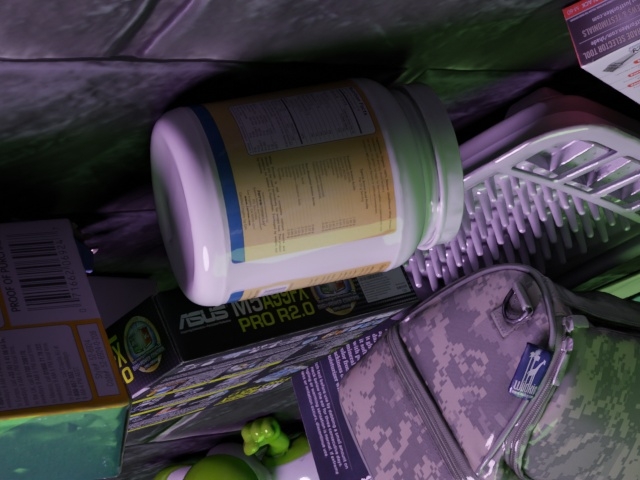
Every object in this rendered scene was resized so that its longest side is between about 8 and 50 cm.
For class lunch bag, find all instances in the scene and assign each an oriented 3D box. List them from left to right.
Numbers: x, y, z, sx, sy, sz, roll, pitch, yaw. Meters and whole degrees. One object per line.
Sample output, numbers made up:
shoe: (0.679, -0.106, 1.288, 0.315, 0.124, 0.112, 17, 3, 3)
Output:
lunch bag: (0.205, 0.144, 1.482, 0.305, 0.212, 0.256, 13, 129, -44)

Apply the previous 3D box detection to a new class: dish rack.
dish rack: (0.169, -0.025, 1.414, 0.333, 0.072, 0.285, -31, 149, 34)

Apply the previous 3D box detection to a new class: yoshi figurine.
yoshi figurine: (-0.044, 0.329, 2.162, 0.362, 0.203, 0.203, -11, 145, -9)

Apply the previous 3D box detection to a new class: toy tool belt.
toy tool belt: (-0.203, 0.011, 1.274, 0.051, 0.052, 0.083, -26, 147, 25)

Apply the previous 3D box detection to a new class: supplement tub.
supplement tub: (-0.011, -0.039, 1.149, 0.200, 0.144, 0.144, -11, 161, -16)

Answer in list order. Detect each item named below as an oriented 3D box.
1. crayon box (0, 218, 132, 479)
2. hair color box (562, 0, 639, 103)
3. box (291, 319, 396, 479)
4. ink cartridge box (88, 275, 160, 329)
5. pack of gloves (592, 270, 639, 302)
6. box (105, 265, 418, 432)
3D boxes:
crayon box: (-0.315, 0.087, 1.110, 0.323, 0.203, 0.083, -4, 131, -21)
hair color box: (0.261, -0.152, 1.206, 0.093, 0.053, 0.167, -24, 162, 25)
box: (0.167, 0.179, 1.883, 0.294, 0.182, 0.296, -22, 163, 20)
ink cartridge box: (-0.296, 0.137, 1.456, 0.278, 0.117, 0.201, -32, 157, 37)
pack of gloves: (0.350, 0.113, 2.076, 0.232, 0.046, 0.195, -24, 161, 21)
box: (-0.083, 0.088, 1.305, 0.270, 0.060, 0.216, -12, 164, -45)
